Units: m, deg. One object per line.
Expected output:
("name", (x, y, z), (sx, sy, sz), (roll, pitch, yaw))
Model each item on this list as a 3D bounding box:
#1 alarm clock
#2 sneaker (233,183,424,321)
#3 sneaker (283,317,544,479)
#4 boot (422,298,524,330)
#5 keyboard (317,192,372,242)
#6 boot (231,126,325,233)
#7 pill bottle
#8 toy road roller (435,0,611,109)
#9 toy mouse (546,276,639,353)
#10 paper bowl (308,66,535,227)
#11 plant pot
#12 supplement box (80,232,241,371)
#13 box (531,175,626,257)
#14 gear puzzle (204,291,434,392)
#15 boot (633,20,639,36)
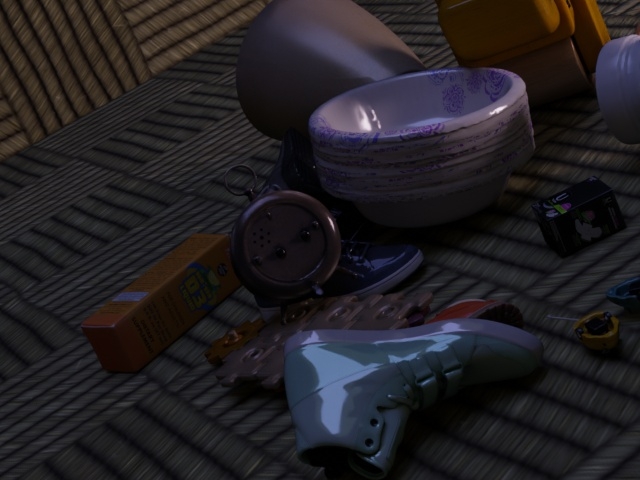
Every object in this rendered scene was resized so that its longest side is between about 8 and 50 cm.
("alarm clock", (-0.052, -0.009, 1.758), (0.129, 0.192, 0.064), (-34, -10, -10))
("sneaker", (-0.001, 0.001, 1.828), (0.226, 0.163, 0.086), (-16, 20, 20))
("sneaker", (0.094, 0.162, 1.451), (0.255, 0.094, 0.151), (-4, 58, 2))
("boot", (0.127, 0.104, 1.571), (0.157, 0.059, 0.084), (-21, 15, -13))
("keyboard", (0.033, -0.030, 2.079), (0.100, 0.038, 0.192), (-53, 25, -6))
("boot", (-0.069, -0.067, 2.167), (0.161, 0.083, 0.246), (-45, 12, 16))
("pill bottle", (0.476, -0.198, 1.756), (0.278, 0.162, 0.162), (-8, 26, 39))
("toy road roller", (0.261, -0.301, 2.062), (0.202, 0.330, 0.241), (-18, 30, 21))
("toy mouse", (0.320, 0.069, 1.456), (0.143, 0.031, 0.161), (-30, 20, -13))
("paper bowl", (0.134, -0.116, 1.939), (0.284, 0.148, 0.284), (-12, 21, 5))
("plant pot", (0.051, -0.236, 2.309), (0.256, 0.257, 0.274), (-34, 38, -23))
("supplement box", (-0.203, 0.079, 1.996), (0.080, 0.078, 0.233), (-5, 29, 45))
("box", (0.293, -0.028, 1.707), (0.083, 0.052, 0.062), (-25, 21, -1))
("gear puzzle", (-0.025, 0.127, 1.722), (0.339, 0.044, 0.175), (-5, 29, 50))
("boot", (0.544, -0.272, 1.950), (0.220, 0.109, 0.283), (-5, 26, 45))
